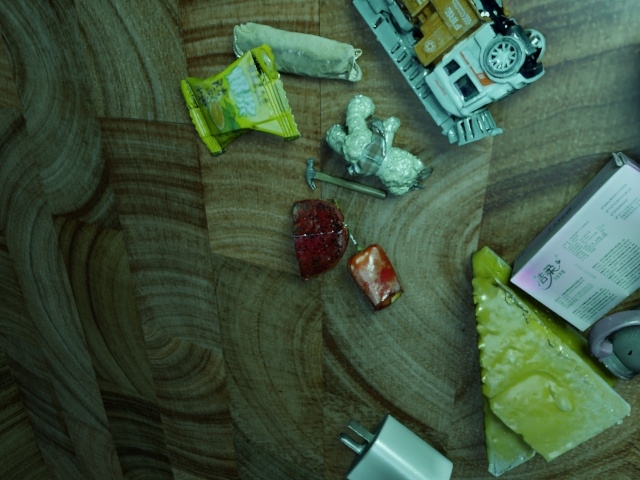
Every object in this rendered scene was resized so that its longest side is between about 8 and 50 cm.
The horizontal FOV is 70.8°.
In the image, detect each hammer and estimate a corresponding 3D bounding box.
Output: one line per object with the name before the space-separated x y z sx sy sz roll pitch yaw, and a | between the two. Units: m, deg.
hammer | 0.049 -0.115 0.923 0.181 0.017 0.062 21 121 19

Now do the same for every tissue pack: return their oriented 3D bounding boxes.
tissue pack | 0.439 0.004 0.708 0.148 0.092 0.246 37 125 8

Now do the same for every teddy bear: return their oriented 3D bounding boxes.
teddy bear | 0.100 -0.160 0.816 0.213 0.111 0.133 42 129 8

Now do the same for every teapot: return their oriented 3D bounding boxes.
teapot | 0.514 0.167 0.718 0.146 0.148 0.116 -56 50 45

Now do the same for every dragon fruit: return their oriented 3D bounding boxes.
dragon fruit | 0.000 -0.002 0.967 0.127 0.121 0.161 0 132 5

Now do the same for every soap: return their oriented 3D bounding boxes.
soap | 0.313 0.232 0.842 0.339 0.169 0.304 45 116 5

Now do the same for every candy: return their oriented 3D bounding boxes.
candy | -0.179 -0.272 0.929 0.297 0.081 0.187 -3 118 40

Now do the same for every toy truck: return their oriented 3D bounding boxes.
toy truck | 0.194 -0.312 0.684 0.184 0.133 0.338 -32 91 46

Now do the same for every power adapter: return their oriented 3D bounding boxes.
power adapter | 0.163 0.537 1.095 0.255 0.124 0.187 34 123 13

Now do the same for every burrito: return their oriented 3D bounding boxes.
burrito | -0.043 -0.350 0.842 0.275 0.059 0.082 18 131 23

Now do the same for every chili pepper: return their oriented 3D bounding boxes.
chili pepper | 0.099 0.050 0.929 0.084 0.086 0.192 -31 83 9
